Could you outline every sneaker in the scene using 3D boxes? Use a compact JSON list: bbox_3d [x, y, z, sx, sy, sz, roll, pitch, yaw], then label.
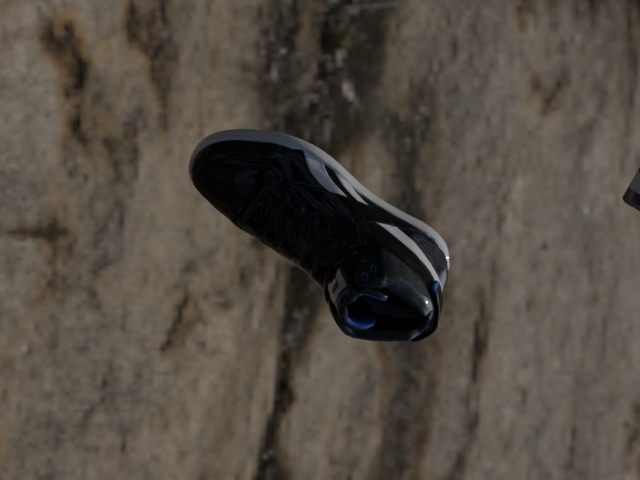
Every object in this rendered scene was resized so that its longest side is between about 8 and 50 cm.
[{"bbox_3d":[0.000,0.000,1.193,0.079,0.217,0.121,-58,-168,28],"label":"sneaker"}]

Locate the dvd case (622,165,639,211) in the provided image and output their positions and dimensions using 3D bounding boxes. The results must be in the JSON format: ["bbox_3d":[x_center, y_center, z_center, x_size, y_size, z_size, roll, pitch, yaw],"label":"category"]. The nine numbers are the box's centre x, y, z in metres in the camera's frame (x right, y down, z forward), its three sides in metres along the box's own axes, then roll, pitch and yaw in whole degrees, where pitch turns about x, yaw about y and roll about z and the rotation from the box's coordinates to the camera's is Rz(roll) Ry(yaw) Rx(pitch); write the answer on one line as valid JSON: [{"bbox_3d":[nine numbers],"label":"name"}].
[{"bbox_3d":[0.299,-0.075,0.953,0.018,0.164,0.221,-28,147,-62],"label":"dvd case"}]
